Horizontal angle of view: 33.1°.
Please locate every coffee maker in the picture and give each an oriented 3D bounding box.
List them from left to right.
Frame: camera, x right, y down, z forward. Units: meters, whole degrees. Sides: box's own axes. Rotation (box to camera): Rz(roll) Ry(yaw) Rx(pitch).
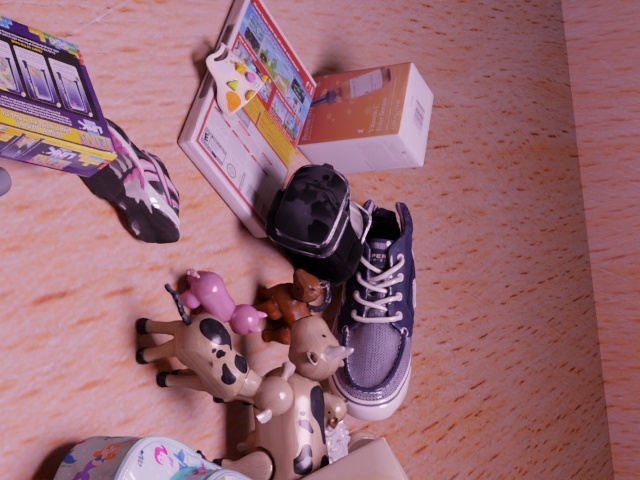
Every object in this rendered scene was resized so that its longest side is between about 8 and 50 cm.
[{"bbox_3d":[0.000,0.000,1.463,0.178,0.120,0.171,47,40,-74],"label":"coffee maker"}]

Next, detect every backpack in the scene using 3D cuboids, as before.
[{"bbox_3d":[-0.166,0.317,1.107,0.253,0.191,0.225,43,50,-43],"label":"backpack"}]

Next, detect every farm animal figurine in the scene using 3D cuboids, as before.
[{"bbox_3d":[-0.053,0.179,1.329,0.330,0.172,0.327,-20,103,-60],"label":"farm animal figurine"}]

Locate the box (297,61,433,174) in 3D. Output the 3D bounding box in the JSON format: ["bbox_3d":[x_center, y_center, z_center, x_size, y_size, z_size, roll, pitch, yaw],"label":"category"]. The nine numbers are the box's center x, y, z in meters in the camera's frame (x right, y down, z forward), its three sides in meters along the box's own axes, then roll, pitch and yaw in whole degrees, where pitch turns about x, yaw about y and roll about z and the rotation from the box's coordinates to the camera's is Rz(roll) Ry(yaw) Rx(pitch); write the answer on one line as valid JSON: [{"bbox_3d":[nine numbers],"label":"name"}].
[{"bbox_3d":[0.068,-0.178,1.605,0.091,0.170,0.130,46,47,-50],"label":"box"}]

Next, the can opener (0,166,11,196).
[{"bbox_3d":[-0.359,-0.025,0.913,0.280,0.093,0.074,-45,123,-60],"label":"can opener"}]

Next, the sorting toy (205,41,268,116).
[{"bbox_3d":[-0.113,-0.216,1.384,0.075,0.045,0.083,49,41,-18],"label":"sorting toy"}]

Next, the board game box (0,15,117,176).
[{"bbox_3d":[-0.287,-0.143,1.044,0.170,0.048,0.141,13,51,-59],"label":"board game box"}]

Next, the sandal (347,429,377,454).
[{"bbox_3d":[0.040,0.371,1.557,0.079,0.088,0.240,-126,-138,-66],"label":"sandal"}]

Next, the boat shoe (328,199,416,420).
[{"bbox_3d":[0.076,0.086,1.560,0.340,0.127,0.158,-85,176,-50],"label":"boat shoe"}]

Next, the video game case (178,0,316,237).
[{"bbox_3d":[-0.091,-0.176,1.472,0.204,0.025,0.285,53,42,-43],"label":"video game case"}]

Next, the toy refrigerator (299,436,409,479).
[{"bbox_3d":[-0.013,0.353,1.271,0.102,0.269,0.094,62,1,-36],"label":"toy refrigerator"}]

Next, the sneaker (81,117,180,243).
[{"bbox_3d":[-0.212,-0.076,1.213,0.178,0.072,0.077,65,22,-45],"label":"sneaker"}]
